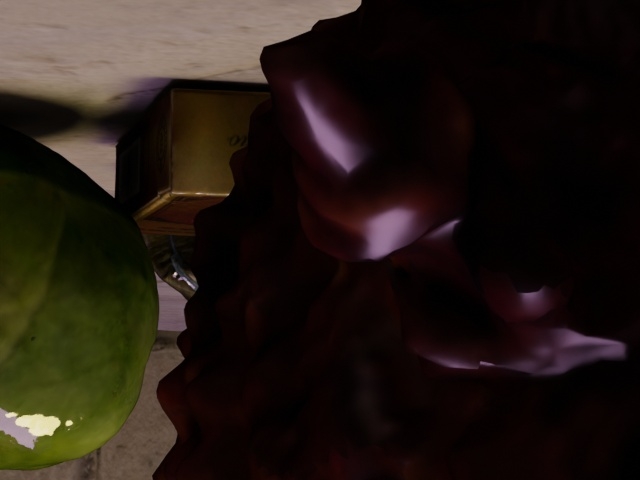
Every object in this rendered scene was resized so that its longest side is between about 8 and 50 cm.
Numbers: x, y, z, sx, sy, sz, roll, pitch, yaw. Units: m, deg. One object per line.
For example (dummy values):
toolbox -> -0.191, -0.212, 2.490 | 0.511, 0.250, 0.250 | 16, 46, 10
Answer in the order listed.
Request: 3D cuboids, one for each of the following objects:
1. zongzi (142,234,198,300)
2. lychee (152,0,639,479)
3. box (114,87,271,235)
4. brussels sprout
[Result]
zongzi -> 0.000, 0.000, 1.418 | 0.242, 0.112, 0.221 | -9, 171, 14
lychee -> 0.145, 0.057, 0.554 | 0.500, 0.424, 0.424 | 26, 159, -38
box -> -0.039, -0.044, 1.174 | 0.159, 0.071, 0.240 | 4, 174, -15
brussels sprout -> -0.228, 0.026, 1.174 | 0.219, 0.210, 0.271 | 16, -173, -34
